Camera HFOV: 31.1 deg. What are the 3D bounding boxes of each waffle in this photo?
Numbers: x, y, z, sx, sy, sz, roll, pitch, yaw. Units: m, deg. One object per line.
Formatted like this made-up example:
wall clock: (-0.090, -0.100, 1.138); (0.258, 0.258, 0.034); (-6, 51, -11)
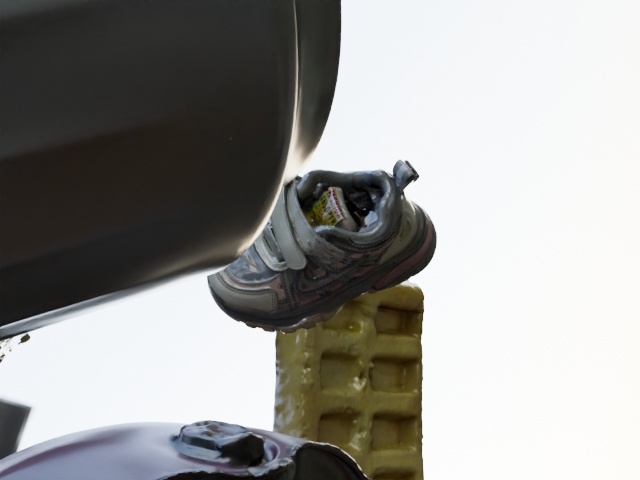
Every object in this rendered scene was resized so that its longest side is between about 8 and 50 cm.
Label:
waffle: (0.029, 0.162, 1.135); (0.168, 0.057, 0.274); (9, -102, -39)

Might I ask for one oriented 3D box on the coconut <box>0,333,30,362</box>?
coconut: (-0.352, -0.074, 1.043); (0.346, 0.360, 0.346); (-44, 1, 1)

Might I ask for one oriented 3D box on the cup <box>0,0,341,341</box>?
cup: (-0.201, -0.072, 0.397); (0.327, 0.323, 0.237); (-20, -69, -29)

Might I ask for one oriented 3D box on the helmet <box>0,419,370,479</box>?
helmet: (-0.129, 0.228, 0.694); (0.338, 0.197, 0.271); (-26, -53, -52)

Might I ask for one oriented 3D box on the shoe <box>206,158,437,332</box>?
shoe: (0.000, 0.000, 0.855); (0.092, 0.180, 0.089); (79, 170, -55)
